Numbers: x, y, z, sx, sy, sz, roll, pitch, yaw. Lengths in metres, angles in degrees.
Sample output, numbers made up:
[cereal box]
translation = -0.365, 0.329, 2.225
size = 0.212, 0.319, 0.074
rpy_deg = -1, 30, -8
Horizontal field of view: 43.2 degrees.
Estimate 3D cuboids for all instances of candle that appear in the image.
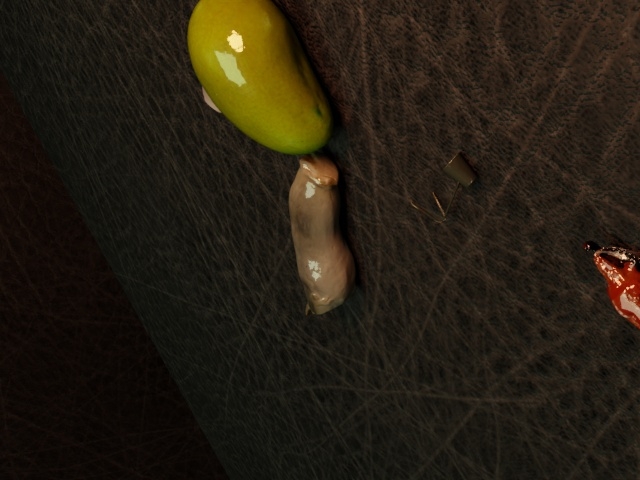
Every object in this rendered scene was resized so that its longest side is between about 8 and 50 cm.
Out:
[candle]
translation = 0.400, 0.115, 0.902
size = 0.302, 0.059, 0.084
rpy_deg = 49, 145, 11

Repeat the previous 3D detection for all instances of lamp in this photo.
[lamp]
translation = 0.175, -0.068, 1.093
size = 0.054, 0.041, 0.121
rpy_deg = 43, 150, 2

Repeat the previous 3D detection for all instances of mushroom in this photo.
[mushroom]
translation = -0.002, -0.002, 1.405
size = 0.109, 0.097, 0.351
rpy_deg = 32, 144, 38

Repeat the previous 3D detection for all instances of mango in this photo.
[mango]
translation = -0.097, -0.245, 1.210
size = 0.185, 0.149, 0.273
rpy_deg = 5, 131, 55

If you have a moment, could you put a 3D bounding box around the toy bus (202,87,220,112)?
[toy bus]
translation = -0.164, -0.280, 1.362
size = 0.060, 0.075, 0.123
rpy_deg = 40, 151, 27
